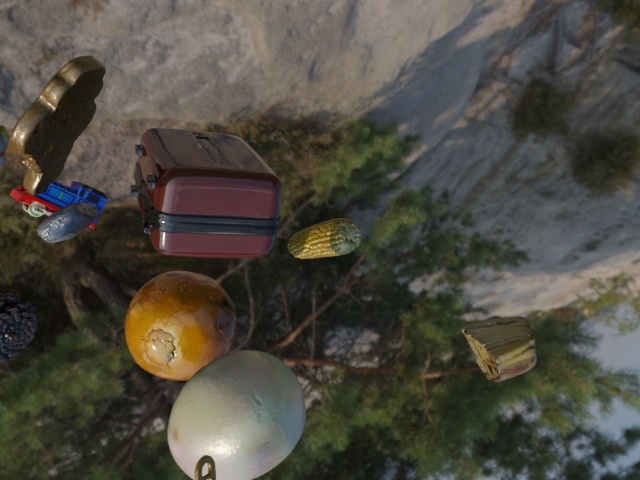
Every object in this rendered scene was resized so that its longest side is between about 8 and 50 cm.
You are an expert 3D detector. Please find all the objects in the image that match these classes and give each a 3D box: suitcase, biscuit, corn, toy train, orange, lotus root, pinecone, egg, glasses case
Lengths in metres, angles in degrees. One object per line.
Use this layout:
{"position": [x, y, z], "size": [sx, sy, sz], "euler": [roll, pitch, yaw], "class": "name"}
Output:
{"position": [-0.210, -0.092, 1.067], "size": [0.236, 0.297, 0.161], "euler": [2, 113, -25], "class": "suitcase"}
{"position": [-0.468, -0.189, 1.025], "size": [0.183, 0.047, 0.320], "euler": [-51, -178, -40], "class": "biscuit"}
{"position": [0.004, 0.000, 1.469], "size": [0.091, 0.091, 0.260], "euler": [6, 171, -35], "class": "corn"}
{"position": [-0.669, -0.105, 1.510], "size": [0.204, 0.082, 0.131], "euler": [30, 85, -44], "class": "toy train"}
{"position": [-0.308, 0.187, 1.308], "size": [0.246, 0.246, 0.246], "euler": [-32, 158, -14], "class": "orange"}
{"position": [0.381, 0.230, 1.218], "size": [0.135, 0.159, 0.095], "euler": [-16, 118, 4], "class": "lotus root"}
{"position": [-0.610, 0.153, 1.105], "size": [0.140, 0.120, 0.140], "euler": [-20, 120, -40], "class": "pinecone"}
{"position": [-0.138, 0.326, 1.025], "size": [0.271, 0.161, 0.206], "euler": [-44, 127, -11], "class": "egg"}
{"position": [-0.579, -0.044, 1.361], "size": [0.109, 0.067, 0.282], "euler": [-33, -171, -10], "class": "glasses case"}

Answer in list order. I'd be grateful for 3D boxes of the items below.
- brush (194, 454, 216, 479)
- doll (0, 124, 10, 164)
{"position": [-0.146, 0.431, 0.797], "size": [0.013, 0.272, 0.103], "euler": [-8, 175, 25], "class": "brush"}
{"position": [-0.774, -0.261, 1.315], "size": [0.105, 0.200, 0.336], "euler": [-37, -178, -20], "class": "doll"}
